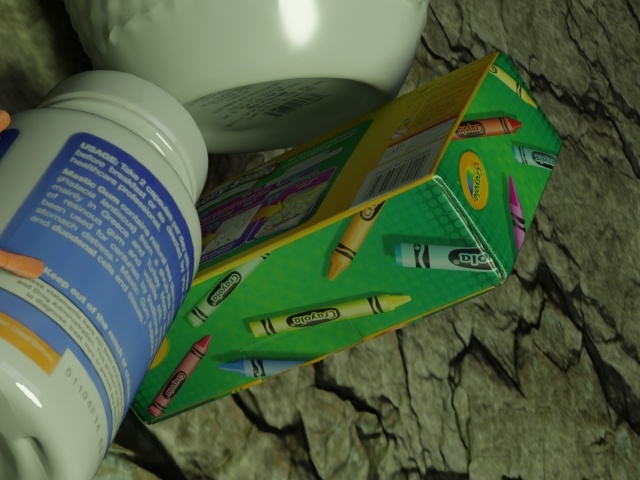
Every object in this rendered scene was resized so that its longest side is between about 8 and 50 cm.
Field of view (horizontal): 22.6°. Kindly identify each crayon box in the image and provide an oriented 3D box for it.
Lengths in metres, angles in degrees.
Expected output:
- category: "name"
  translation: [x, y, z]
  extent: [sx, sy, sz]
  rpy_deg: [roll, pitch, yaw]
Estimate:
- category: "crayon box"
  translation: [0.000, 0.000, 1.000]
  extent: [0.081, 0.278, 0.165]
  rpy_deg: [55, 33, -17]

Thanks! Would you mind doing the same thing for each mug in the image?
- category: "mug"
  translation: [-0.015, -0.248, 1.053]
  extent: [0.276, 0.374, 0.328]
  rpy_deg: [12, 67, -59]

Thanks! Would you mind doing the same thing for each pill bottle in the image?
- category: "pill bottle"
  translation: [-0.153, 0.023, 0.873]
  extent: [0.152, 0.152, 0.272]
  rpy_deg: [53, 34, -22]

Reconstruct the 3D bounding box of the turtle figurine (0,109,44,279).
- category: "turtle figurine"
  translation: [-0.219, -0.111, 0.744]
  extent: [0.270, 0.087, 0.217]
  rpy_deg: [28, 84, -16]
